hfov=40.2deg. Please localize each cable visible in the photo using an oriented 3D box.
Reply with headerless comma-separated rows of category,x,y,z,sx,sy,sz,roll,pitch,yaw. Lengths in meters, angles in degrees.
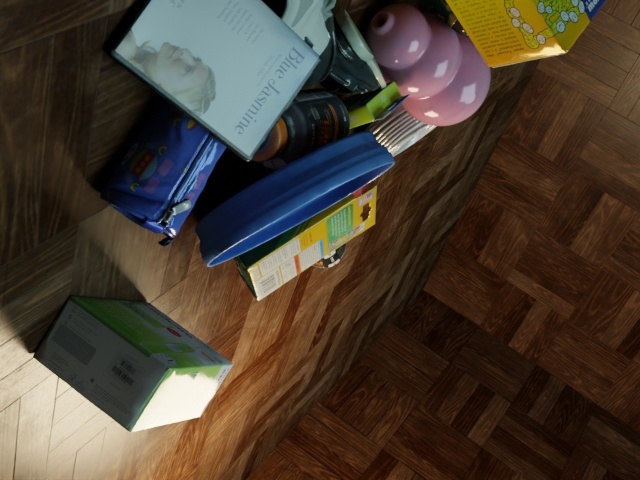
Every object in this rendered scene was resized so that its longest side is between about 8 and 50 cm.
cable,0.214,-0.283,2.101,0.257,0.089,0.257,-35,178,-2

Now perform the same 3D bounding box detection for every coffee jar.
coffee jar,0.245,-0.491,1.717,0.096,0.184,0.079,-48,-179,14

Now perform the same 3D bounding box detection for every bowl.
bowl,-0.052,-0.077,1.581,0.391,0.077,0.391,-29,178,-1

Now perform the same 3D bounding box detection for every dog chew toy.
dog chew toy,0.212,-0.373,1.812,0.332,0.206,0.206,28,97,-48

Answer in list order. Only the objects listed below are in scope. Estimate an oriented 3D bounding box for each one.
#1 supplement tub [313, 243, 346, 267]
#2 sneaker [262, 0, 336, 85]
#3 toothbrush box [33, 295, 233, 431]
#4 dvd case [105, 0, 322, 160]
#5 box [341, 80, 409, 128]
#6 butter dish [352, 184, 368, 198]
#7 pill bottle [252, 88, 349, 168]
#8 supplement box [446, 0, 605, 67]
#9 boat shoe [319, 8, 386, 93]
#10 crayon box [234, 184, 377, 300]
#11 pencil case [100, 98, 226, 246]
supplement tub,0.000,0.000,2.127,0.117,0.117,0.190,-54,164,-8
sneaker,-0.057,-0.334,1.319,0.146,0.122,0.330,-32,159,-16
toothbrush box,-0.300,0.199,1.453,0.122,0.206,0.283,-57,164,1
dvd case,-0.131,-0.242,1.143,0.253,0.022,0.180,37,86,-38
box,0.082,-0.268,1.777,0.178,0.042,0.109,-10,-153,48
butter dish,0.068,-0.127,2.073,0.160,0.118,0.160,-56,165,1
pill bottle,-0.053,-0.196,1.538,0.246,0.130,0.130,-26,147,-61
supplement box,0.331,-0.518,1.567,0.194,0.356,0.195,-51,-154,-21
boat shoe,0.041,-0.324,1.612,0.113,0.127,0.340,-30,179,9
crayon box,-0.033,-0.018,1.885,0.323,0.083,0.203,-33,160,-11
pencil case,-0.185,-0.146,1.242,0.119,0.133,0.306,34,89,-48
